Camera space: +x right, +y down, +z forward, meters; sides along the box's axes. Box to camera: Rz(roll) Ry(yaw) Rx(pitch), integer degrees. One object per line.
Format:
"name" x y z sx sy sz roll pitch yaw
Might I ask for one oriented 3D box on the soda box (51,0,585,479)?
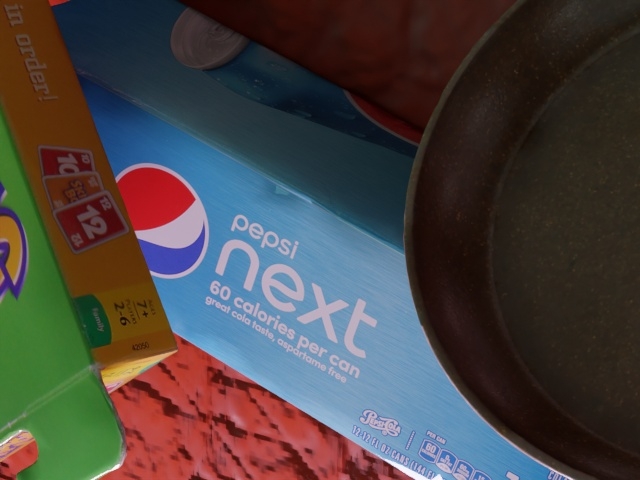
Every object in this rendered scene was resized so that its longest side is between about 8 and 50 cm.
"soda box" 0.000 0.000 0.467 0.210 0.071 0.067 30 122 17

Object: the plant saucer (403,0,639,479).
"plant saucer" 0.103 -0.010 0.376 0.168 0.168 0.029 7 155 28

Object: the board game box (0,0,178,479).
"board game box" -0.120 -0.043 0.460 0.124 0.039 0.259 -33 72 47
